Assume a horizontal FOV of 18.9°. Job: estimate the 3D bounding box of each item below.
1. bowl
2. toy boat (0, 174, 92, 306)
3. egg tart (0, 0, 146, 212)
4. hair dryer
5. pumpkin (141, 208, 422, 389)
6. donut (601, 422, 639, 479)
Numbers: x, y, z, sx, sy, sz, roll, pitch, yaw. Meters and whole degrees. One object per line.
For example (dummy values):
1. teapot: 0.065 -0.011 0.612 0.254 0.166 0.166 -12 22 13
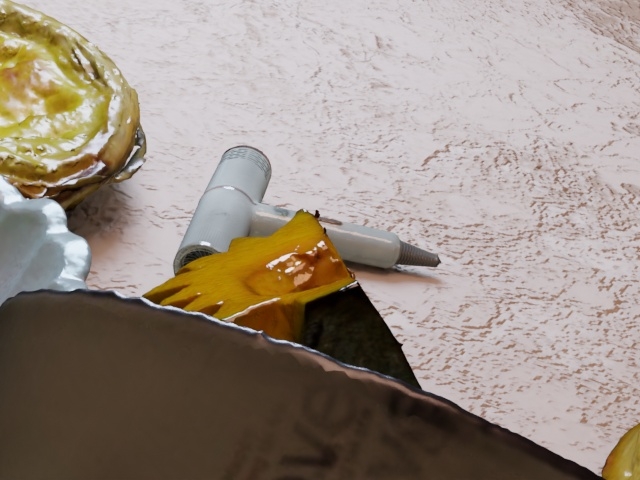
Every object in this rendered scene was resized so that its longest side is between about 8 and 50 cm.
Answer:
1. bowl: -0.013 0.179 0.818 0.353 0.354 0.185 21 73 12
2. toy boat: -0.245 0.055 1.086 0.199 0.100 0.290 16 29 6
3. egg tart: -0.255 -0.090 1.344 0.278 0.095 0.279 14 32 -9
4. hair dryer: 0.000 0.005 1.336 0.183 0.044 0.155 18 32 2
5. pumpkin: -0.017 0.080 1.161 0.130 0.149 0.254 -28 13 -3
6. donut: 0.321 0.156 1.137 0.302 0.110 0.303 11 30 -6
